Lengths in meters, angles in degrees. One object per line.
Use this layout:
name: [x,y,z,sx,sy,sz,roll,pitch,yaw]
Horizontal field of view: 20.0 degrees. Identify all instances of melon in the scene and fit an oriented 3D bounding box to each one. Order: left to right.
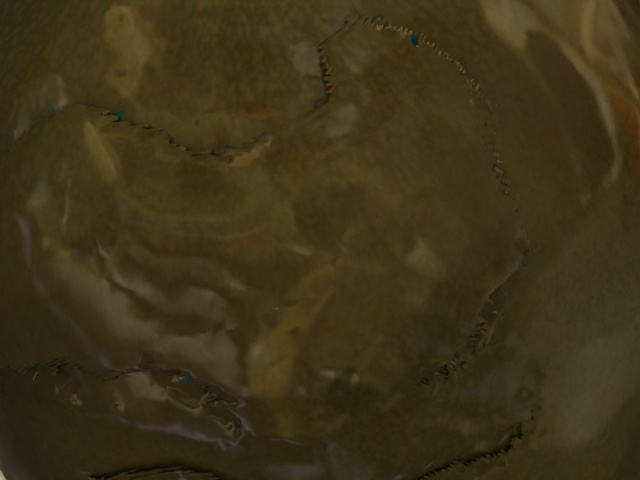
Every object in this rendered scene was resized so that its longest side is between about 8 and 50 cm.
melon: [0.000,0.000,0.623,0.269,0.330,0.268,-10,-135,10]
